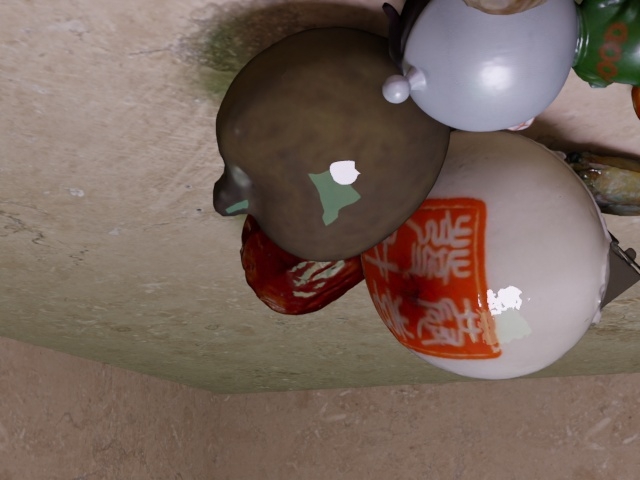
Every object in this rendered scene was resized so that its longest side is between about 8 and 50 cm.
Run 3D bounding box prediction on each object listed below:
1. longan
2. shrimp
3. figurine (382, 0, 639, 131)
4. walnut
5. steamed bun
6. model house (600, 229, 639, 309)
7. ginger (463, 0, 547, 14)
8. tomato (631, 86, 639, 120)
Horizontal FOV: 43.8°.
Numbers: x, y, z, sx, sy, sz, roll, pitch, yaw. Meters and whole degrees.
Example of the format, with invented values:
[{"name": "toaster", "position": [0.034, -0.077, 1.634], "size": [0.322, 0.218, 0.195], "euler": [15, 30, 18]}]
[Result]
[{"name": "longan", "position": [0.007, -0.112, 0.952], "size": [0.300, 0.243, 0.300], "euler": [-7, 125, -10]}, {"name": "shrimp", "position": [0.439, -0.083, 1.251], "size": [0.317, 0.077, 0.168], "euler": [11, 161, -31]}, {"name": "figurine", "position": [0.237, -0.203, 0.793], "size": [0.370, 0.167, 0.281], "euler": [-6, 142, -2]}, {"name": "walnut", "position": [0.000, 0.000, 1.364], "size": [0.269, 0.221, 0.244], "euler": [-21, -178, 33]}, {"name": "steamed bun", "position": [0.204, 0.034, 1.131], "size": [0.241, 0.374, 0.374], "euler": [-28, 179, -35]}, {"name": "model house", "position": [0.337, 0.000, 1.273], "size": [0.204, 0.211, 0.243], "euler": [-42, 111, 10]}, {"name": "ginger", "position": [0.062, -0.278, 0.539], "size": [0.304, 0.244, 0.155], "euler": [6, -178, -28]}, {"name": "tomato", "position": [0.435, -0.174, 0.995], "size": [0.087, 0.075, 0.087], "euler": [1, 156, 0]}]
